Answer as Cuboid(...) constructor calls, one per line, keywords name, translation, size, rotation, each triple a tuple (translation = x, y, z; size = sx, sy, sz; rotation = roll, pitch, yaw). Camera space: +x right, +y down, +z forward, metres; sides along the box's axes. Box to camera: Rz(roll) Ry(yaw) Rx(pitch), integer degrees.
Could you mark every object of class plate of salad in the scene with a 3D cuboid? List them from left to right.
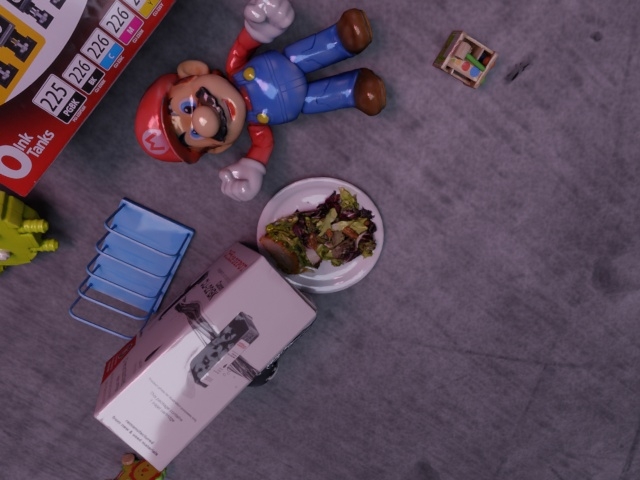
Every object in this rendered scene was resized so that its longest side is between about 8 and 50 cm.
Cuboid(name="plate of salad", translation=(0.000, 0.000, 0.778), size=(0.200, 0.048, 0.199), rotation=(0, 113, -1))

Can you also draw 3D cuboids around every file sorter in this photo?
Cuboid(name="file sorter", translation=(-0.288, 0.047, 0.762), size=(0.118, 0.104, 0.170), rotation=(26, 110, -12))

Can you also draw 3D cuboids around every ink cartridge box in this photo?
Cuboid(name="ink cartridge box", translation=(-0.345, -0.251, 0.529), size=(0.272, 0.130, 0.309), rotation=(36, 111, -28))
Cuboid(name="ink cartridge box", translation=(-0.159, 0.137, 0.692), size=(0.273, 0.197, 0.114), rotation=(-43, 107, -11))

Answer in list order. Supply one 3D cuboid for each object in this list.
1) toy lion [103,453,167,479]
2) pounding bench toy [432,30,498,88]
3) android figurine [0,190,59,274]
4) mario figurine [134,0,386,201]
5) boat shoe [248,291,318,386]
Cuboid(name="toy lion", translation=(-0.344, 0.445, 0.940), size=(0.096, 0.100, 0.034), rotation=(4, 113, 18))
Cuboid(name="pounding bench toy", translation=(0.197, -0.236, 0.660), size=(0.065, 0.083, 0.052), rotation=(26, 110, -11))
Cuboid(name="android figurine", translation=(-0.519, -0.011, 0.697), size=(0.273, 0.056, 0.248), rotation=(2, 153, -16))
Cuboid(name="mario figurine", translation=(-0.077, -0.173, 0.630), size=(0.321, 0.170, 0.198), rotation=(-20, 78, -1))
Cuboid(name="boat shoe", translation=(-0.115, 0.192, 0.828), size=(0.301, 0.108, 0.102), rotation=(-33, 112, 14))
